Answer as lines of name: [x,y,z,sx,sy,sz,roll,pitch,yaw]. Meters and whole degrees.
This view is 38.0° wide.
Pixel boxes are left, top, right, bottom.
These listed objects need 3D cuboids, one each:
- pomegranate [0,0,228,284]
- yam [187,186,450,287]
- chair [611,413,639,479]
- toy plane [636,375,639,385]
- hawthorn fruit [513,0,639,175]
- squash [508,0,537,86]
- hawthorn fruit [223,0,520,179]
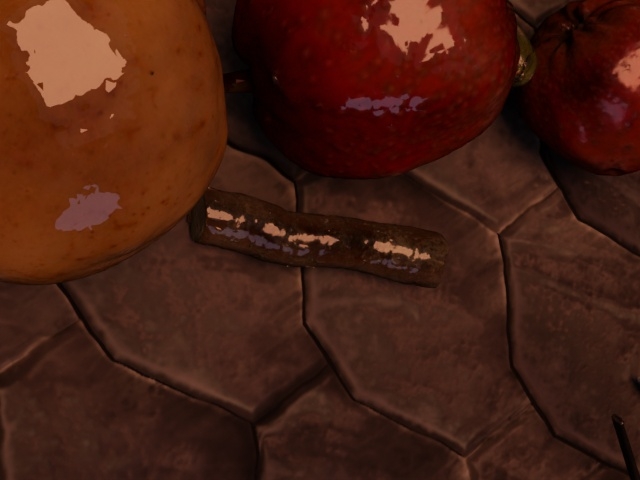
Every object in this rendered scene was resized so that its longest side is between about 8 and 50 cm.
pomegranate: [-0.218,-0.107,0.694,0.307,0.307,0.307,2,85,-21]
yam: [0.000,0.000,0.877,0.253,0.061,0.061,11,82,-19]
chair: [0.309,0.331,0.928,0.159,0.172,0.247,-41,144,-19]
toy plane: [0.434,0.240,1.018,0.169,0.078,0.246,-42,100,10]
hawthorn fruit: [0.302,-0.147,0.947,0.200,0.179,0.179,42,73,-23]
squash: [0.173,-0.218,0.935,0.052,0.052,0.183,5,48,-21]
hawthorn fruit: [0.019,-0.175,0.816,0.300,0.254,0.254,-11,90,6]
